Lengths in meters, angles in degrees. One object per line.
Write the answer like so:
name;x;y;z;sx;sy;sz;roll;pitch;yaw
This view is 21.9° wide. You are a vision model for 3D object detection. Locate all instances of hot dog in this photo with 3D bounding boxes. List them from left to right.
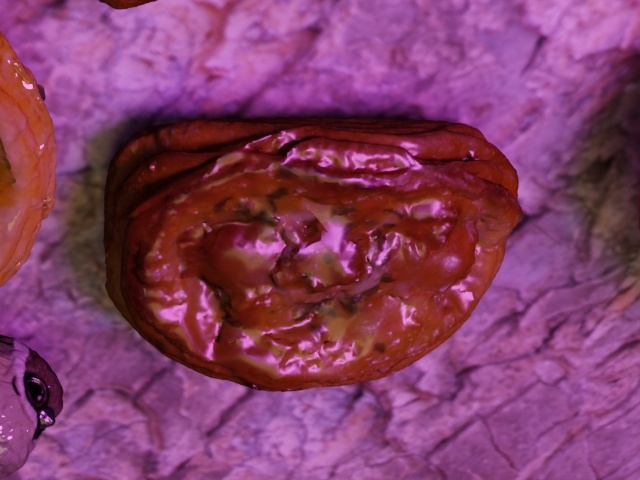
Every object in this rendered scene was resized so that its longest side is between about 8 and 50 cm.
hot dog;0.000;0.000;1.057;0.272;0.122;0.196;2;124;-12

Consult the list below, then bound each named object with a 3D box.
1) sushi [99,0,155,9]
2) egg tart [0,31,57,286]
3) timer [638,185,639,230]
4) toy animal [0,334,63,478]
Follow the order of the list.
sushi;-0.093;-0.171;0.953;0.118;0.061;0.060;-28;121;-17
egg tart;-0.296;-0.066;0.943;0.294;0.123;0.294;-8;126;-11
timer;0.323;-0.025;1.042;0.215;0.229;0.229;-41;124;6
toy animal;-0.236;0.099;1.112;0.098;0.137;0.098;-39;146;-34
